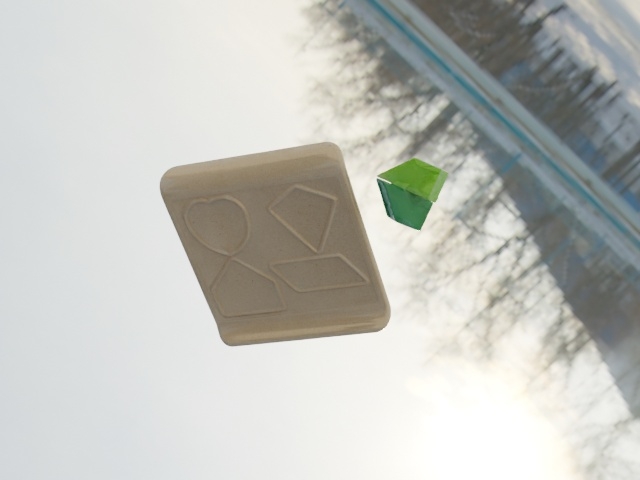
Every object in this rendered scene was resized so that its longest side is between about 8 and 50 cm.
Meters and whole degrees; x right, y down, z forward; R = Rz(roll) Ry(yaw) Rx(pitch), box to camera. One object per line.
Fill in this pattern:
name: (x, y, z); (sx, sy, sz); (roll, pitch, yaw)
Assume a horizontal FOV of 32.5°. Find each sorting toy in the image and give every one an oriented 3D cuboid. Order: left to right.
sorting toy: (0.000, 0.000, 0.322); (0.012, 0.083, 0.062); (-67, -36, -57)
